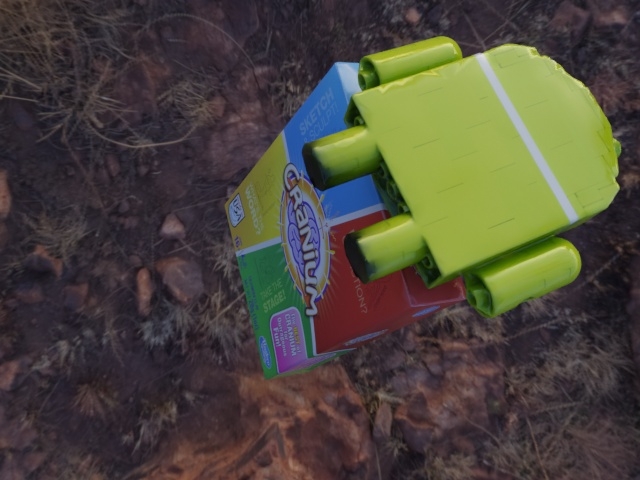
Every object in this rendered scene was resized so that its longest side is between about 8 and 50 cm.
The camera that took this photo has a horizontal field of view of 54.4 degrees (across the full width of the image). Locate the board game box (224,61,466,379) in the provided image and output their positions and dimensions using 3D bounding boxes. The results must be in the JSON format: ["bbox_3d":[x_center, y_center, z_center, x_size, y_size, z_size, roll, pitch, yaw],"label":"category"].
[{"bbox_3d":[0.000,0.000,0.678,0.064,0.316,0.242,-5,70,-31],"label":"board game box"}]

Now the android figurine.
[{"bbox_3d":[0.131,-0.067,0.524,0.273,0.056,0.248,-22,76,-16],"label":"android figurine"}]
